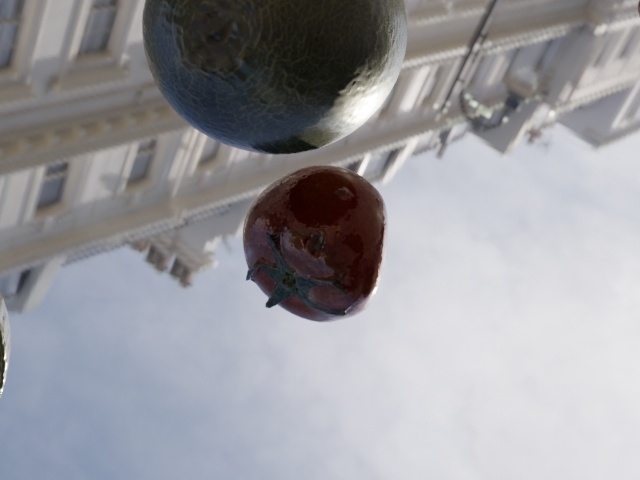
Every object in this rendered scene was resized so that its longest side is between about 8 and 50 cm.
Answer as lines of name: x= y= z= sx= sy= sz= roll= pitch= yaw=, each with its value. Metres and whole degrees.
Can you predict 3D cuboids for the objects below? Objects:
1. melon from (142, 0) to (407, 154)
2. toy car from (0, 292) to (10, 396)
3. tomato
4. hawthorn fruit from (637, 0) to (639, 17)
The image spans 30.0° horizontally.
melon: x=-0.038 y=-0.200 z=1.138 sx=0.237 sy=0.237 sz=0.301 roll=32 pitch=-162 yaw=11
toy car: x=-0.295 y=0.056 z=0.699 sx=0.235 sy=0.235 sz=0.145 roll=14 pitch=-166 yaw=-16
tomato: x=0.000 y=0.000 z=1.237 sx=0.167 sy=0.167 sz=0.167 roll=17 pitch=-147 yaw=-12
hawthorn fruit: x=0.457 y=-0.304 z=1.587 sx=0.077 sy=0.077 sz=0.077 roll=17 pitch=-147 yaw=-12
